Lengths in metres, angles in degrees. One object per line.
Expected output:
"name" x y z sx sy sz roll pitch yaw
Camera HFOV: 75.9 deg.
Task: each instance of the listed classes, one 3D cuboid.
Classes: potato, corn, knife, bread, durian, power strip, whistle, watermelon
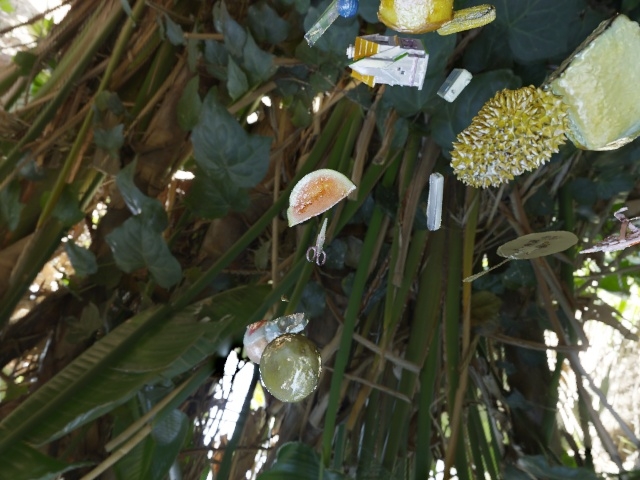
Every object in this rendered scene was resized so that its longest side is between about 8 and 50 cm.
"potato" -0.080 0.344 1.125 0.178 0.160 0.235 50 137 8
"corn" 0.515 -0.787 1.461 0.202 0.072 0.072 -3 169 24
"knife" 0.454 -0.153 1.641 0.040 0.266 0.073 -18 -138 -11
"bread" 0.681 -0.351 0.982 0.264 0.239 0.395 48 -146 2
"durian" 0.375 -0.190 0.825 0.183 0.138 0.250 37 145 4
"power strip" 0.521 -0.609 1.607 0.046 0.118 0.270 36 -156 -7
"whistle" -0.183 0.366 1.617 0.189 0.189 0.347 19 133 -41
"bread" 0.323 -0.799 1.372 0.268 0.269 0.146 15 140 12
"watermelon" -0.011 -0.190 1.516 0.128 0.303 0.159 53 -154 -21

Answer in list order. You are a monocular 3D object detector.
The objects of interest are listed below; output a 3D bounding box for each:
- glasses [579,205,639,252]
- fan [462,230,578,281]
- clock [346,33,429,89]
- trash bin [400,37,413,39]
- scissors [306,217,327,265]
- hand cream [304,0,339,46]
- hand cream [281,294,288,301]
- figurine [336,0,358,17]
"glasses" 0.799 -0.021 1.121 0.255 0.096 0.162 -10 161 -43
"fan" 0.601 0.041 1.254 0.414 0.012 0.233 -23 -170 -21
"clock" 0.257 -0.722 1.656 0.308 0.166 0.235 6 -139 1
"trash bin" 0.345 -0.851 1.932 0.114 0.166 0.225 -3 -158 -20
"scissors" 0.000 0.000 1.508 0.085 0.176 0.022 23 163 -32
"hand cream" 0.024 -0.952 1.779 0.055 0.235 0.086 45 -171 18
"hand cream" -0.156 0.253 1.785 0.035 0.022 0.102 24 175 -6
"figurine" 0.099 -0.837 1.386 0.086 0.150 0.087 -7 -150 -29
